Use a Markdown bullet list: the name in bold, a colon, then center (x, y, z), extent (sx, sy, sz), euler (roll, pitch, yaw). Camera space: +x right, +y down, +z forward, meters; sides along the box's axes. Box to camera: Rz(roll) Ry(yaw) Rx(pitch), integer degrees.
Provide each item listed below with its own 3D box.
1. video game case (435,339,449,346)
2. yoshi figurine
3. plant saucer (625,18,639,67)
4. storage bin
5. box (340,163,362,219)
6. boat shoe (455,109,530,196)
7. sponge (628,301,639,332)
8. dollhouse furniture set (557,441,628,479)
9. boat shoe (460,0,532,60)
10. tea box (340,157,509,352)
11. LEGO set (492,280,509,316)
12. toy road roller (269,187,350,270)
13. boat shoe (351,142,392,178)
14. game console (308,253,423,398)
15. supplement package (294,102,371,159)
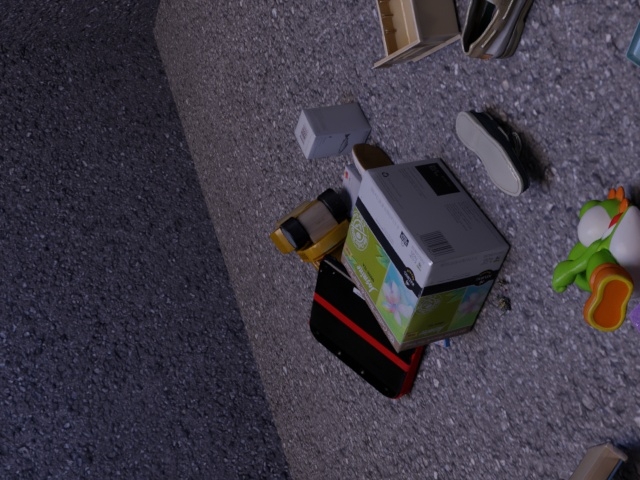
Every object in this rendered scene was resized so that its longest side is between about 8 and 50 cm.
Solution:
- **video game case**: center (0.290, 0.213, 2.229), extent (0.166, 0.015, 0.119), euler (13, 113, 65)
- **yoshi figurine**: center (0.502, 0.054, 1.398), extent (0.203, 0.203, 0.362), euler (-44, 10, 22)
- **plant saucer**: center (0.560, -0.372, 1.356), extent (0.067, 0.018, 0.192), euler (56, 147, 42)
- **storage bin**: center (0.194, -0.566, 1.955), extent (0.260, 0.123, 0.262), euler (-9, 93, 66)
- **box**: center (0.119, -0.114, 2.435), extent (0.186, 0.038, 0.145), euler (54, 147, 42)
- **boat shoe**: center (0.380, -0.191, 1.765), extent (0.254, 0.079, 0.095), euler (-122, 29, -44)
- **sponge**: center (0.630, 0.181, 1.434), extent (0.117, 0.031, 0.210), euler (110, 143, -48)
- **dollhouse furniture set**: center (0.608, 0.580, 1.628), extent (0.303, 0.198, 0.286), euler (37, 167, 13)
- **boat shoe**: center (0.358, -0.498, 1.642), extent (0.113, 0.103, 0.302), euler (51, 144, 46)
- **tea box**: center (0.237, 0.033, 2.010), extent (0.329, 0.220, 0.324), euler (59, 150, 38)
- **LEGO set**: center (0.421, 0.133, 1.900), extent (0.054, 0.023, 0.083), euler (37, 120, 54)
- **toy road roller**: center (0.000, 0.000, 2.549), extent (0.241, 0.202, 0.329), euler (54, 169, -6)
- **boat shoe**: center (0.159, -0.153, 2.252), extent (0.277, 0.098, 0.096), euler (59, 149, 35)
- **game console**: center (0.127, 0.255, 2.403), extent (0.386, 0.060, 0.342), euler (36, 137, 26)
- **supplement package**: center (0.034, -0.312, 2.357), extent (0.105, 0.179, 0.105), euler (65, 153, 28)
